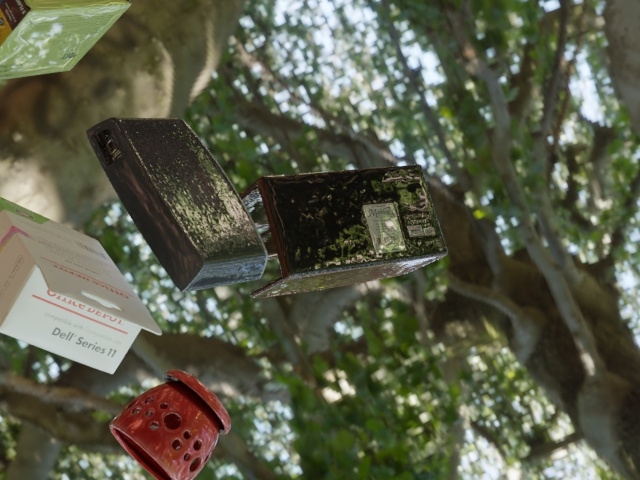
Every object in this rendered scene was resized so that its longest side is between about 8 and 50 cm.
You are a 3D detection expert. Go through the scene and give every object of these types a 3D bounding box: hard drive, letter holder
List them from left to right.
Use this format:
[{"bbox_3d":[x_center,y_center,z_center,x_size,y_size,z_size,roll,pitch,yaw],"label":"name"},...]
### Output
[{"bbox_3d":[-0.177,-0.056,1.414,0.054,0.255,0.172,-44,160,30],"label":"hard drive"},{"bbox_3d":[0.000,0.000,1.678,0.302,0.152,0.214,-7,165,-37],"label":"letter holder"}]

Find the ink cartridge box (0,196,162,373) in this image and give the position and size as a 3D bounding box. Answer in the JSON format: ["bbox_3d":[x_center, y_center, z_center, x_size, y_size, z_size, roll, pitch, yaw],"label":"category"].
[{"bbox_3d":[-0.399,0.079,1.673,0.119,0.207,0.353,-58,-145,6],"label":"ink cartridge box"}]

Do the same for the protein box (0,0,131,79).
[{"bbox_3d":[-0.447,-0.362,1.708,0.201,0.136,0.200,-34,171,41],"label":"protein box"}]

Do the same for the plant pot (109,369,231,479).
[{"bbox_3d":[-0.280,0.360,2.113,0.174,0.191,0.191,-45,-148,-25],"label":"plant pot"}]
